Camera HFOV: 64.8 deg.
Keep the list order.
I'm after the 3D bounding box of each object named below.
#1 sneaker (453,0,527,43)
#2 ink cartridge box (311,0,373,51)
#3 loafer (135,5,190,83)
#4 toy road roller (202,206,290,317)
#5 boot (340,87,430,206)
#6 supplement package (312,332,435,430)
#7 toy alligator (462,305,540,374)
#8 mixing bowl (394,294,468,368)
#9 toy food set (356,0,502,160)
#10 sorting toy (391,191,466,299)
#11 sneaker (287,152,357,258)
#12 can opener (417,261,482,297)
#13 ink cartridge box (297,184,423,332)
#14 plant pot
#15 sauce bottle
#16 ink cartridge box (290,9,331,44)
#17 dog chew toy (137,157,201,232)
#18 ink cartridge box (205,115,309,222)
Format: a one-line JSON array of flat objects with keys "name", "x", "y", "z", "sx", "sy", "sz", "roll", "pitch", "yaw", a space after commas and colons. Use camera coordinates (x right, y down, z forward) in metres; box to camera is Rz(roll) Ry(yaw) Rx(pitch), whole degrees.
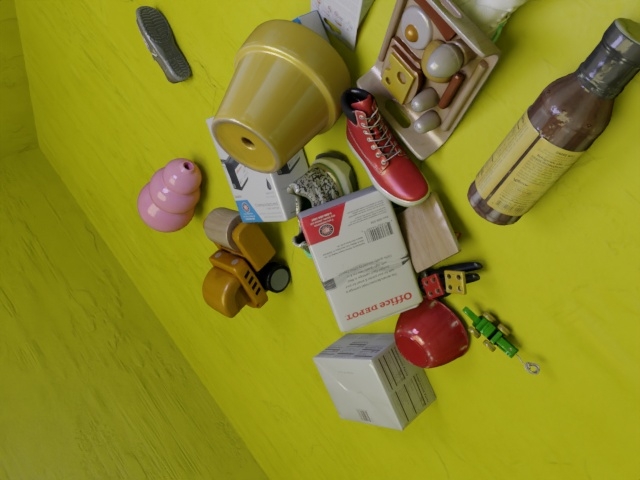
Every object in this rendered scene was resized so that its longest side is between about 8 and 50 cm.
[{"name": "sneaker", "x": 0.269, "y": -0.355, "z": 0.779, "sx": 0.212, "sy": 0.080, "sz": 0.094, "roll": 13, "pitch": 128, "yaw": 59}, {"name": "ink cartridge box", "x": 0.044, "y": -0.491, "z": 1.003, "sx": 0.145, "sy": 0.045, "sz": 0.179, "roll": 46, "pitch": 161, "yaw": 19}, {"name": "loafer", "x": -0.493, "y": -0.589, "z": 1.540, "sx": 0.087, "sy": 0.094, "sz": 0.251, "roll": -20, "pitch": 97, "yaw": 50}, {"name": "toy road roller", "x": -0.270, "y": 0.084, "z": 1.559, "sx": 0.203, "sy": 0.240, "sz": 0.329, "roll": 16, "pitch": 143, "yaw": 45}, {"name": "boot", "x": 0.122, "y": -0.185, "z": 0.988, "sx": 0.244, "sy": 0.088, "sz": 0.176, "roll": 52, "pitch": 173, "yaw": 25}, {"name": "supplement package", "x": 0.140, "y": 0.374, "z": 1.373, "sx": 0.262, "sy": 0.145, "sz": 0.204, "roll": -16, "pitch": 100, "yaw": 55}, {"name": "toy alligator", "x": 0.374, "y": 0.209, "z": 1.055, "sx": 0.190, "sy": 0.056, "sz": 0.051, "roll": 43, "pitch": -177, "yaw": 22}, {"name": "mixing bowl", "x": 0.240, "y": 0.229, "z": 1.174, "sx": 0.181, "sy": 0.098, "sz": 0.181, "roll": 33, "pitch": 142, "yaw": 30}, {"name": "toy food set", "x": 0.161, "y": -0.297, "z": 0.876, "sx": 0.219, "sy": 0.092, "sz": 0.306, "roll": 52, "pitch": 161, "yaw": 12}, {"name": "sorting toy", "x": 0.236, "y": -0.009, "z": 1.055, "sx": 0.132, "sy": 0.046, "sz": 0.274, "roll": -39, "pitch": 67, "yaw": 54}, {"name": "sneaker", "x": 0.000, "y": 0.000, "z": 1.256, "sx": 0.158, "sy": 0.182, "sz": 0.410, "roll": 12, "pitch": 122, "yaw": 48}, {"name": "can opener", "x": 0.276, "y": 0.078, "z": 1.085, "sx": 0.186, "sy": 0.073, "sz": 0.059, "roll": -35, "pitch": 42, "yaw": 57}, {"name": "ink cartridge box", "x": 0.086, "y": 0.038, "z": 1.124, "sx": 0.114, "sy": 0.197, "sz": 0.272, "roll": -122, "pitch": 13, "yaw": -79}, {"name": "plant pot", "x": -0.095, "y": -0.280, "z": 1.056, "sx": 0.254, "sy": 0.239, "sz": 0.254, "roll": 25, "pitch": 157, "yaw": 11}, {"name": "sauce bottle", "x": 0.355, "y": -0.162, "z": 0.766, "sx": 0.111, "sy": 0.111, "sz": 0.344, "roll": 49, "pitch": 143, "yaw": 16}, {"name": "ink cartridge box", "x": -0.062, "y": -0.430, "z": 1.132, "sx": 0.180, "sy": 0.060, "sz": 0.104, "roll": 2, "pitch": 123, "yaw": 51}, {"name": "dog chew toy", "x": -0.522, "y": -0.168, "z": 1.788, "sx": 0.206, "sy": 0.207, "sz": 0.332, "roll": 56, "pitch": 137, "yaw": 8}, {"name": "ink cartridge box", "x": -0.156, "y": -0.212, "z": 1.351, "sx": 0.223, "sy": 0.129, "sz": 0.307, "roll": 1, "pitch": 114, "yaw": 51}]
